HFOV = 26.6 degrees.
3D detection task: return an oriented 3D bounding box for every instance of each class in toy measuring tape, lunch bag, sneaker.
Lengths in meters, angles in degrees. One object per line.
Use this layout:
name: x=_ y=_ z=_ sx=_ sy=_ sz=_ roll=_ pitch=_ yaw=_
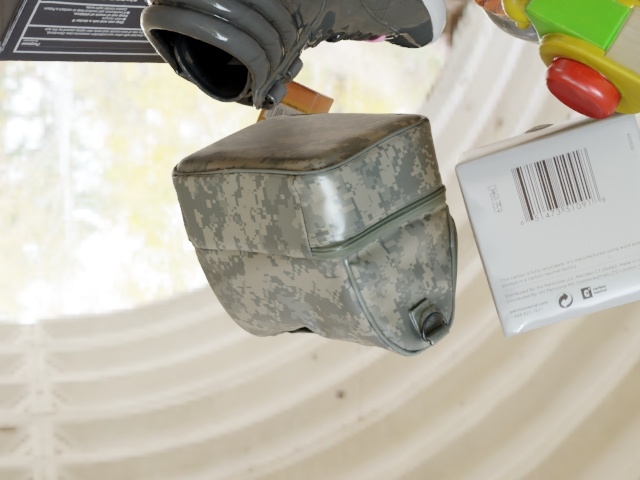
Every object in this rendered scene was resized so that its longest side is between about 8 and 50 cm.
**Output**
toy measuring tape: x=0.299 y=-0.133 z=1.150 sx=0.330 sy=0.121 sz=0.121 roll=31 pitch=-156 yaw=15
lunch bag: x=0.000 y=0.000 z=1.535 sx=0.212 sy=0.256 sz=0.305 roll=-27 pitch=-160 yaw=-37
sneaker: x=-0.019 y=-0.147 z=0.896 sx=0.104 sy=0.147 sz=0.295 roll=19 pitch=177 yaw=33

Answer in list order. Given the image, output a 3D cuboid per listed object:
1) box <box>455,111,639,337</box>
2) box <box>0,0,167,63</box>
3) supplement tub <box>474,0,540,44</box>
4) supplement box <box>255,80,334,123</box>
box: x=0.242 y=-0.022 z=1.337 sx=0.180 sy=0.182 sz=0.119 roll=-17 pitch=-173 yaw=10
box: x=-0.250 y=-0.376 z=1.691 sx=0.296 sy=0.183 sz=0.294 roll=-4 pitch=151 yaw=-35
supplement tub: x=0.320 y=-0.332 z=1.697 sx=0.193 sy=0.194 sz=0.316 roll=14 pitch=-173 yaw=38
supplement box: x=-0.066 y=-0.111 z=1.916 sx=0.080 sy=0.233 sz=0.078 roll=27 pitch=-173 yaw=16
